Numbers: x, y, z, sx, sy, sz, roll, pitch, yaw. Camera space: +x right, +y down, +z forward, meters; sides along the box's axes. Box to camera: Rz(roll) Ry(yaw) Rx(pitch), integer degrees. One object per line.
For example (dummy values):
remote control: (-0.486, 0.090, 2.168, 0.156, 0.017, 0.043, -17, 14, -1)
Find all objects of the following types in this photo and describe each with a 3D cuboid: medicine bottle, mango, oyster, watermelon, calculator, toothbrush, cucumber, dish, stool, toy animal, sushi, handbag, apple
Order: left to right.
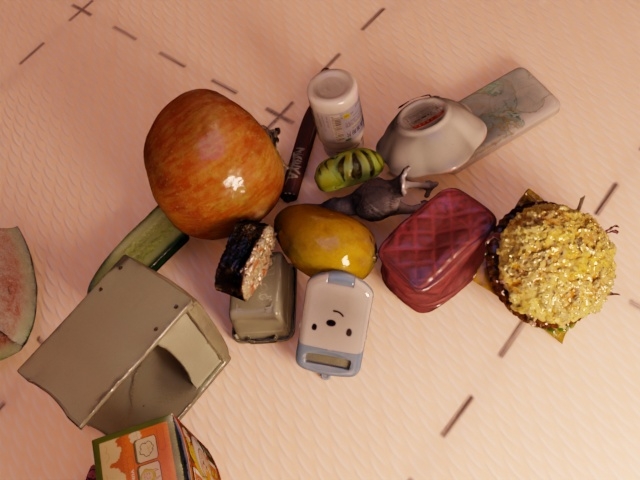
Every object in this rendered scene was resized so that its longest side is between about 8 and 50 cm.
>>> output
watermelon: (-0.725, 0.079, 1.485, 0.283, 0.293, 0.250, -16, 27, 2)
stool: (-0.322, 0.211, 1.312, 0.170, 0.243, 0.270, 30, 68, 26)
cucumber: (-0.367, 0.045, 1.531, 0.244, 0.063, 0.115, -44, 54, -16)
apple: (-0.222, -0.140, 1.490, 0.250, 0.277, 0.309, -45, 26, -10)
sushi: (-0.133, 0.033, 1.367, 0.078, 0.090, 0.150, 15, 61, 16)
oyster: (-0.112, -0.197, 1.612, 0.061, 0.200, 0.106, -19, 99, -13)
toothbrush: (-0.028, -0.240, 1.656, 0.041, 0.041, 0.364, 6, 60, 15)
mango: (0.000, 0.000, 1.424, 0.167, 0.130, 0.262, 10, 12, -26)
calculator: (0.024, 0.152, 1.331, 0.121, 0.210, 0.039, 11, 18, 6)
medicine bottle: (0.036, -0.255, 1.565, 0.102, 0.187, 0.103, -5, 57, 8)
toy animal: (0.135, -0.081, 1.442, 0.206, 0.367, 0.081, -1, 86, -28)
dish: (0.211, -0.226, 1.514, 0.229, 0.081, 0.229, -13, 44, 13)
handbag: (0.216, 0.020, 1.393, 0.225, 0.135, 0.146, -42, 62, -11)

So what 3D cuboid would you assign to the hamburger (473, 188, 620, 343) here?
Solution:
hamburger: (0.406, 0.035, 1.303, 0.243, 0.138, 0.262, 32, 71, -7)

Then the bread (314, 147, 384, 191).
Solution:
bread: (0.056, -0.146, 1.531, 0.130, 0.071, 0.139, -21, 8, -40)

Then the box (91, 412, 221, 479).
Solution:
box: (-0.248, 0.403, 1.206, 0.148, 0.195, 0.177, -19, 56, -1)

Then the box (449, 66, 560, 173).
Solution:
box: (0.349, -0.254, 1.590, 0.285, 0.044, 0.142, -31, 62, -8)

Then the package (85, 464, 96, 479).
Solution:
package: (-0.390, 0.429, 1.317, 0.059, 0.029, 0.083, 0, 48, 20)

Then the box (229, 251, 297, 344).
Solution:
box: (-0.112, 0.100, 1.428, 0.124, 0.093, 0.172, -5, 58, 8)
